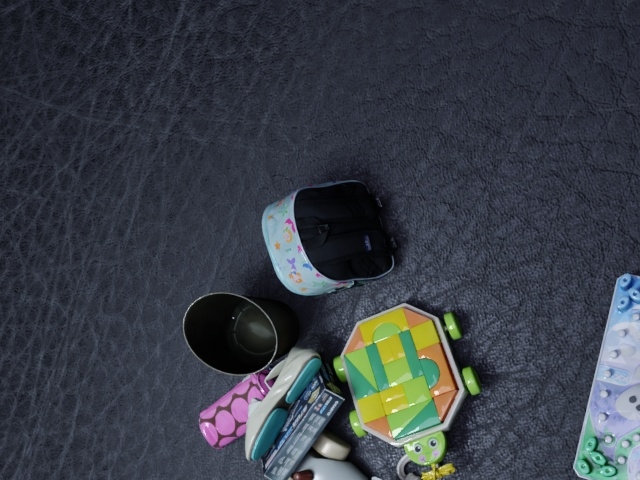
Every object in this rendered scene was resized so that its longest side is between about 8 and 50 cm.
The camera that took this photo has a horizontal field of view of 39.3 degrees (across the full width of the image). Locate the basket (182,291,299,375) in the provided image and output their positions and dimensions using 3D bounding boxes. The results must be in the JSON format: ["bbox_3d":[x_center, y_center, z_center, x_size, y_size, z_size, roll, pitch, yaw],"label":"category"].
[{"bbox_3d":[-0.142,0.185,1.831,0.204,0.227,0.154,19,93,18],"label":"basket"}]

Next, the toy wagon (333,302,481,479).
[{"bbox_3d":[0.179,0.300,1.770,0.267,0.068,0.344,-24,64,14],"label":"toy wagon"}]

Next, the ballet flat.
[{"bbox_3d":[-0.091,0.315,1.776,0.086,0.086,0.248,31,77,17],"label":"ballet flat"}]

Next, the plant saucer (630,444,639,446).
[{"bbox_3d":[0.601,0.459,1.653,0.195,0.037,0.194,7,107,23],"label":"plant saucer"}]

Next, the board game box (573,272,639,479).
[{"bbox_3d":[0.680,0.276,1.576,0.390,0.050,0.389,12,79,25],"label":"board game box"}]

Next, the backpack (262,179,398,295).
[{"bbox_3d":[0.000,0.000,1.784,0.191,0.253,0.225,-24,81,36],"label":"backpack"}]

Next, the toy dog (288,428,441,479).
[{"bbox_3d":[0.067,0.510,1.779,0.334,0.161,0.220,9,90,19],"label":"toy dog"}]

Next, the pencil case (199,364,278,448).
[{"bbox_3d":[-0.169,0.351,1.886,0.098,0.095,0.209,41,115,-19],"label":"pencil case"}]

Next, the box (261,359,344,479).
[{"bbox_3d":[-0.045,0.360,1.819,0.051,0.175,0.220,32,97,-15],"label":"box"}]
